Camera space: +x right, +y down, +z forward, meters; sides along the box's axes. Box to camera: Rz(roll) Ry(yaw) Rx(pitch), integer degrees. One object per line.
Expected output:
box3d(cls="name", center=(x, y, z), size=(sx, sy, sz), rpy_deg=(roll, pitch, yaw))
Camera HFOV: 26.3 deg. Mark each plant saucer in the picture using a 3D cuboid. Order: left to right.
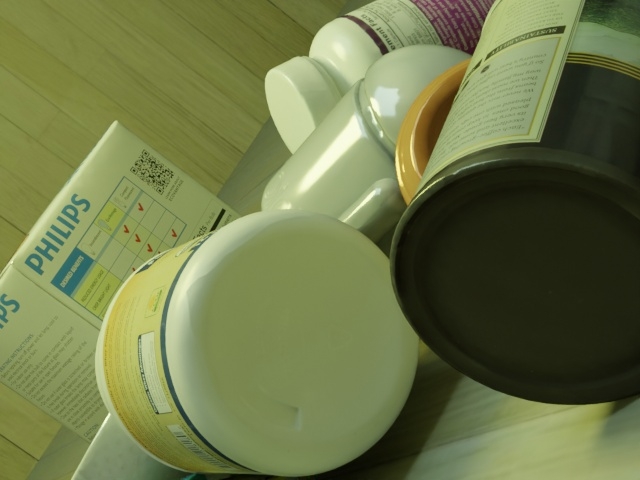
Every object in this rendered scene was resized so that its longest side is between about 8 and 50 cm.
box3d(cls="plant saucer", center=(0.160, -0.087, 1.217), size=(0.200, 0.200, 0.037), rpy_deg=(-55, -28, -10))

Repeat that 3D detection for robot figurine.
box3d(cls="robot figurine", center=(0.077, -0.059, 1.408), size=(0.353, 0.200, 0.300), rpy_deg=(-47, 6, 28))

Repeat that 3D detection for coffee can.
box3d(cls="coffee can", center=(0.180, -0.053, 0.955), size=(0.201, 0.201, 0.275), rpy_deg=(-43, 15, 41))

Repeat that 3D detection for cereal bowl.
box3d(cls="cereal bowl", center=(-0.171, 0.249, 1.543), size=(0.339, 0.141, 0.339), rpy_deg=(-59, -3, -5))

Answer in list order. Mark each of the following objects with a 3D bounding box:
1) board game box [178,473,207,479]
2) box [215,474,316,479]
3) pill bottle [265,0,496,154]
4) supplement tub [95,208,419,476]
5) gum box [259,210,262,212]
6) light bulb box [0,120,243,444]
box3d(cls="board game box", center=(-0.201, 0.290, 1.267), size=(0.160, 0.047, 0.210), rpy_deg=(-27, -1, 16))
box3d(cls="box", center=(-0.069, 0.242, 1.267), size=(0.105, 0.043, 0.179), rpy_deg=(-17, 0, 17))
box3d(cls="pill bottle", center=(0.094, -0.199, 1.589), size=(0.301, 0.169, 0.169), rpy_deg=(-27, 3, -18))
box3d(cls="supplement tub", center=(-0.075, 0.103, 1.267), size=(0.228, 0.228, 0.316), rpy_deg=(-57, 16, -21))
box3d(cls="gum box", center=(0.000, 0.000, 1.665), size=(0.184, 0.157, 0.041), rpy_deg=(-50, 12, 15))
box3d(cls="light bulb box", center=(-0.266, 0.088, 1.957), size=(0.225, 0.361, 0.358), rpy_deg=(-44, 14, 39))
